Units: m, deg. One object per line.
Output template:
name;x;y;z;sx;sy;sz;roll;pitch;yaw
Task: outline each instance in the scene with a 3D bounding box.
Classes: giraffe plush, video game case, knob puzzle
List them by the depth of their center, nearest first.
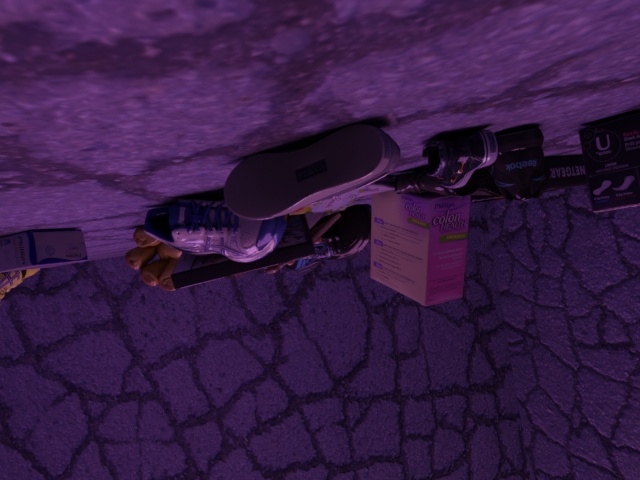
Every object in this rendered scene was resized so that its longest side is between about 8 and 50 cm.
video game case;-0.157;0.007;1.015;0.275;0.035;0.248;-14;-161;-2
knob puzzle;-0.050;0.026;1.098;0.213;0.030;0.213;-38;-173;5
giraffe plush;-0.385;0.013;1.295;0.210;0.181;0.170;-45;180;17

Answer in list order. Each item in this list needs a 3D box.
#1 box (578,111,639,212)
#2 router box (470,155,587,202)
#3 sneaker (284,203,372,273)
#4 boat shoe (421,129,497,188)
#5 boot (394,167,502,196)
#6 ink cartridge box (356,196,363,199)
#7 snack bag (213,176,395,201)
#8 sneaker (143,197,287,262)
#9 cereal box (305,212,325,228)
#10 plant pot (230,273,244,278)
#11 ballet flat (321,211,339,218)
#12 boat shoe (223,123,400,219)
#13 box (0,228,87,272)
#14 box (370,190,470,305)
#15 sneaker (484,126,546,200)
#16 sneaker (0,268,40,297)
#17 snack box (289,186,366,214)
box;0.560;-0.138;0.793;0.247;0.142;0.163;-11;180;-43
router box;0.560;-0.165;1.328;0.309;0.081;0.243;-9;180;-36
sneaker;0.000;0.000;1.313;0.341;0.125;0.140;-32;149;34
boat shoe;0.185;-0.117;0.718;0.083;0.065;0.183;-8;173;-5
boot;0.284;-0.134;1.021;0.246;0.083;0.161;-7;-171;-37
ink cartridge box;0.064;-0.109;1.191;0.048;0.028;0.083;-9;179;-28
snack bag;-0.040;-0.090;1.011;0.342;0.037;0.323;-9;180;27
sneaker;-0.193;-0.023;0.840;0.296;0.112;0.131;-9;161;38
cereal box;-0.104;-0.035;1.231;0.173;0.047;0.240;-8;-159;28
plant pot;-0.291;0.047;1.494;0.237;0.109;0.237;18;162;6
ballet flat;-0.037;-0.059;1.408;0.248;0.086;0.086;-10;180;-1
boat shoe;-0.011;-0.073;0.573;0.227;0.079;0.081;-13;174;31
box;-0.593;0.021;1.014;0.137;0.072;0.126;-9;180;20
box;0.226;-0.002;1.136;0.117;0.243;0.213;-10;-162;-28
sneaker;0.320;-0.116;0.811;0.101;0.106;0.267;-11;-179;21
sneaker;-0.820;0.097;1.169;0.145;0.147;0.384;-11;-179;1
snack box;0.011;-0.081;0.745;0.100;0.037;0.141;-7;166;-19
